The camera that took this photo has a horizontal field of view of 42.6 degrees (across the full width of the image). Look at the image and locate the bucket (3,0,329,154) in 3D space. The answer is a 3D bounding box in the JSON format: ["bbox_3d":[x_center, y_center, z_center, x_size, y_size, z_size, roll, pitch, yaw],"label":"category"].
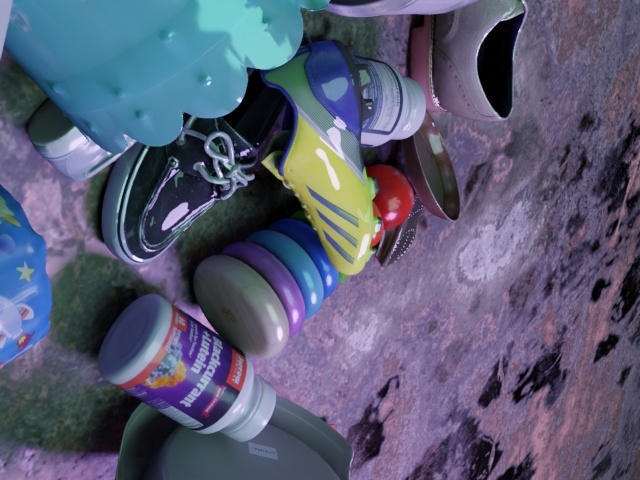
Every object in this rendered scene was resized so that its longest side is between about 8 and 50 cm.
[{"bbox_3d":[-0.144,-0.226,0.633,0.281,0.281,0.183,-52,131,-12],"label":"bucket"}]

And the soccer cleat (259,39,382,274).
[{"bbox_3d":[-0.003,-0.076,0.878,0.121,0.093,0.289,-16,131,-10],"label":"soccer cleat"}]

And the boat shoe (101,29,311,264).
[{"bbox_3d":[-0.112,-0.099,0.864,0.306,0.105,0.113,-55,140,-9],"label":"boat shoe"}]

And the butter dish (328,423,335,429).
[{"bbox_3d":[-0.011,0.388,1.246,0.160,0.118,0.160,-17,124,-41],"label":"butter dish"}]

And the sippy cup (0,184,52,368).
[{"bbox_3d":[-0.342,0.047,0.628,0.224,0.240,0.305,-28,170,-48],"label":"sippy cup"}]

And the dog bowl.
[{"bbox_3d":[-0.084,0.317,0.968,0.348,0.349,0.102,3,123,-48],"label":"dog bowl"}]

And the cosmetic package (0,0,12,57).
[{"bbox_3d":[-0.259,-0.303,0.450,0.155,0.196,0.366,11,94,-68],"label":"cosmetic package"}]

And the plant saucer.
[{"bbox_3d":[0.151,-0.103,1.143,0.168,0.029,0.168,44,36,-46],"label":"plant saucer"}]

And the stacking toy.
[{"bbox_3d":[0.000,0.000,1.039,0.330,0.141,0.141,-40,136,-34],"label":"stacking toy"}]

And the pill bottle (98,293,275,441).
[{"bbox_3d":[-0.145,0.153,0.934,0.193,0.108,0.108,40,81,-32],"label":"pill bottle"}]

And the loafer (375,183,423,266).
[{"bbox_3d":[0.111,-0.026,1.194,0.056,0.050,0.148,-23,143,-45],"label":"loafer"}]

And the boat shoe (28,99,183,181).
[{"bbox_3d":[-0.175,-0.146,0.801,0.227,0.079,0.081,-43,144,-13],"label":"boat shoe"}]

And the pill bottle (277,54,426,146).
[{"bbox_3d":[0.041,-0.167,0.988,0.180,0.108,0.108,-2,113,-47],"label":"pill bottle"}]

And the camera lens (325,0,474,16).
[{"bbox_3d":[0.085,-0.337,0.812,0.274,0.219,0.219,-27,132,-57],"label":"camera lens"}]

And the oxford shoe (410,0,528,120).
[{"bbox_3d":[0.202,-0.340,1.028,0.140,0.146,0.397,-29,129,-30],"label":"oxford shoe"}]
